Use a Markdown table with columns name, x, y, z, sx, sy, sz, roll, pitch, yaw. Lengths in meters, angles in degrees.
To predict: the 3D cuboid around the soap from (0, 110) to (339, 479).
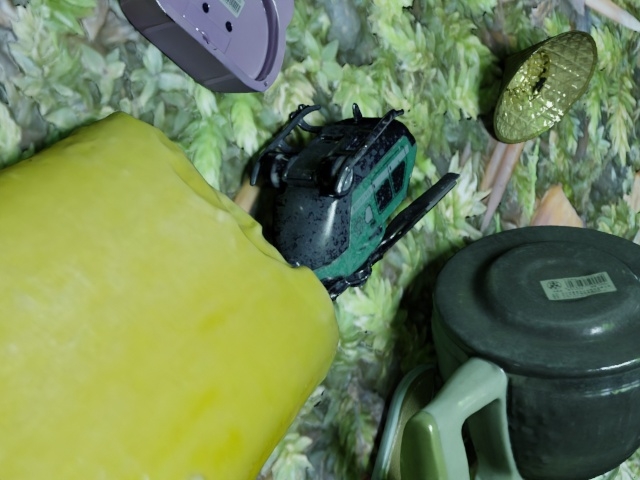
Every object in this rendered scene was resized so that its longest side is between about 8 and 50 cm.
| name | x | y | z | sx | sy | sz | roll | pitch | yaw |
| --- | --- | --- | --- | --- | --- | --- | --- | --- | --- |
| soap | -0.176 | 0.095 | 0.935 | 0.306 | 0.115 | 0.427 | 53 | 41 | -3 |

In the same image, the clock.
| name | x | y | z | sx | sy | sz | roll | pitch | yaw |
| --- | --- | --- | --- | --- | --- | --- | --- | --- | --- |
| clock | -0.092 | -0.197 | 1.140 | 0.153 | 0.050 | 0.110 | 40 | 60 | -37 |

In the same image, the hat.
| name | x | y | z | sx | sy | sz | roll | pitch | yaw |
| --- | --- | --- | --- | --- | --- | --- | --- | --- | --- |
| hat | 0.221 | -0.181 | 1.464 | 0.146 | 0.067 | 0.146 | -29 | 146 | -22 |

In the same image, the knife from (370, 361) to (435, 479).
| name | x | y | z | sx | sy | sz | roll | pitch | yaw |
| --- | --- | --- | --- | --- | --- | --- | --- | --- | --- |
| knife | 0.057 | 0.264 | 1.278 | 0.061 | 0.027 | 0.343 | 36 | 59 | -37 |

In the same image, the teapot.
| name | x | y | z | sx | sy | sz | roll | pitch | yaw |
| --- | --- | --- | --- | --- | --- | --- | --- | --- | --- |
| teapot | 0.219 | 0.157 | 1.300 | 0.321 | 0.240 | 0.239 | -66 | 157 | -55 |

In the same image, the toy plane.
| name | x | y | z | sx | sy | sz | roll | pitch | yaw |
| --- | --- | --- | --- | --- | --- | --- | --- | --- | --- |
| toy plane | 0.000 | 0.000 | 1.193 | 0.381 | 0.106 | 0.155 | -52 | 134 | -41 |
